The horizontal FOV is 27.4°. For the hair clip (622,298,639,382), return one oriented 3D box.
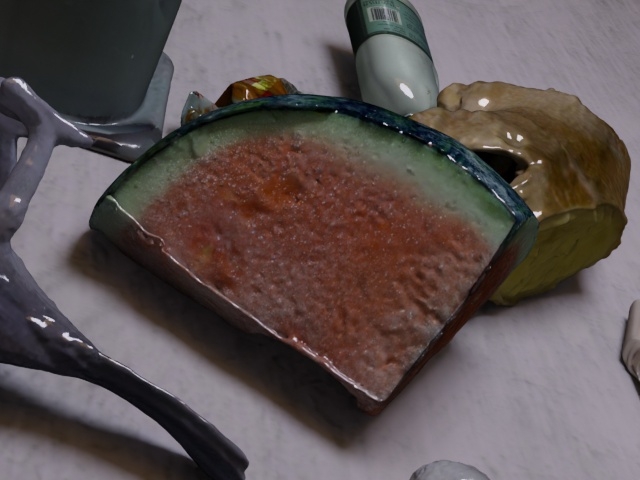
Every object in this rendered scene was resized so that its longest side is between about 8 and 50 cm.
[{"bbox_3d":[0.270,0.119,1.034,0.072,0.034,0.226,11,34,-22],"label":"hair clip"}]

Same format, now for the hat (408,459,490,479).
[{"bbox_3d":[0.056,0.174,0.681,0.112,0.162,0.093,36,36,22],"label":"hat"}]

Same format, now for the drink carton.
[{"bbox_3d":[-0.185,-0.198,1.025,0.191,0.189,0.185,19,38,-12],"label":"drink carton"}]

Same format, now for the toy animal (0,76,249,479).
[{"bbox_3d":[-0.199,0.006,0.752,0.367,0.081,0.205,16,77,-14],"label":"toy animal"}]

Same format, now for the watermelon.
[{"bbox_3d":[0.000,0.000,0.884,0.318,0.148,0.226,3,73,-5],"label":"watermelon"}]

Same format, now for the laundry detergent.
[{"bbox_3d":[0.076,-0.147,1.239,0.099,0.070,0.225,47,22,-39],"label":"laundry detergent"}]

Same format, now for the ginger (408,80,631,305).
[{"bbox_3d":[0.157,-0.059,1.105,0.276,0.130,0.221,9,46,-45],"label":"ginger"}]

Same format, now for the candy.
[{"bbox_3d":[-0.057,-0.116,1.124,0.053,0.046,0.182,40,32,17],"label":"candy"}]
